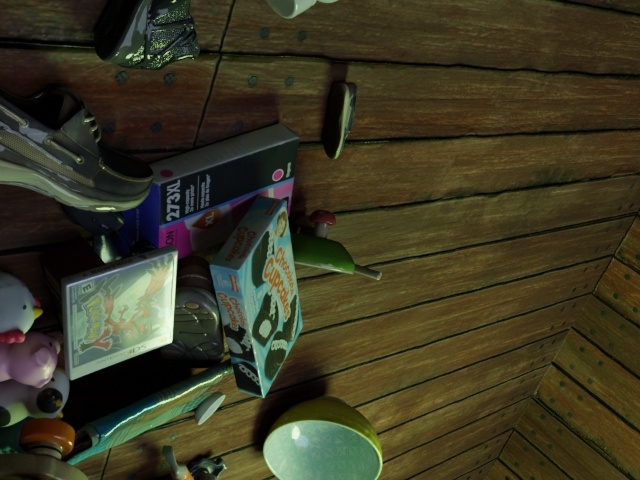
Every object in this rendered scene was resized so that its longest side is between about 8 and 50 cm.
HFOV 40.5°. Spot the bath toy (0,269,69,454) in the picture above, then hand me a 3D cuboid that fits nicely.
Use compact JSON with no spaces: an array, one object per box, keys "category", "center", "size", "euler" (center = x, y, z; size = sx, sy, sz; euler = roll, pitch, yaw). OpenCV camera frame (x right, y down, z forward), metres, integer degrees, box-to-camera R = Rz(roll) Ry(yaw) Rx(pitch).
[{"category":"bath toy","center":[-0.469,0.200,1.349],"size":[0.151,0.129,0.348],"euler":[-25,139,-32]}]

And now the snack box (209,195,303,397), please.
[{"category":"snack box","center":[-0.105,0.103,1.533],"size":[0.187,0.060,0.322],"euler":[-60,154,-42]}]

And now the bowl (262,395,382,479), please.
[{"category":"bowl","center":[0.013,0.477,2.129],"size":[0.156,0.289,0.290],"euler":[-78,177,-51]}]

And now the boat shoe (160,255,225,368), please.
[{"category":"boat shoe","center":[-0.225,0.138,1.572],"size":[0.123,0.117,0.324],"euler":[8,148,-9]}]

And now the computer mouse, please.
[{"category":"computer mouse","center":[-0.319,-0.006,1.349],"size":[0.071,0.041,0.242],"euler":[-30,134,8]}]

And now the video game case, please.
[{"category":"video game case","center":[-0.310,0.113,1.346],"size":[0.183,0.023,0.201],"euler":[-19,136,-33]}]

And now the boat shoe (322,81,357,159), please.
[{"category":"boat shoe","center":[0.041,-0.219,1.593],"size":[0.049,0.056,0.152],"euler":[-17,135,-33]}]

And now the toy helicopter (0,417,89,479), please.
[{"category":"toy helicopter","center":[-0.542,0.397,1.364],"size":[0.354,0.140,0.235],"euler":[-1,142,-2]}]

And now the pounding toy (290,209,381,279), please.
[{"category":"pounding toy","center":[0.000,0.000,1.693],"size":[0.236,0.182,0.110],"euler":[14,86,-54]}]

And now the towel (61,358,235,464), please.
[{"category":"towel","center":[-0.315,0.323,1.606],"size":[0.370,0.040,0.271],"euler":[-20,166,-43]}]

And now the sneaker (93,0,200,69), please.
[{"category":"sneaker","center":[-0.201,-0.329,1.180],"size":[0.130,0.087,0.228],"euler":[11,118,-55]}]

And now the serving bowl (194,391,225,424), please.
[{"category":"serving bowl","center":[-0.240,0.352,1.843],"size":[0.083,0.027,0.083],"euler":[-48,170,-11]}]

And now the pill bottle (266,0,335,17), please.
[{"category":"pill bottle","center":[0.018,-0.431,1.289],"size":[0.229,0.131,0.131],"euler":[-37,145,-19]}]

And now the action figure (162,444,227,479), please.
[{"category":"action figure","center":[-0.335,0.616,1.880],"size":[0.341,0.178,0.330],"euler":[-48,137,-7]}]

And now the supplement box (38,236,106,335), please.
[{"category":"supplement box","center":[-0.374,0.104,1.384],"size":[0.080,0.104,0.188],"euler":[-28,140,-26]}]

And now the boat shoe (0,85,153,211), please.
[{"category":"boat shoe","center":[-0.350,-0.132,1.157],"size":[0.355,0.132,0.130],"euler":[12,113,-55]}]

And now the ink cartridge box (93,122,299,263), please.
[{"category":"ink cartridge box","center":[-0.203,-0.068,1.458],"size":[0.370,0.069,0.176],"euler":[-21,138,-33]}]
